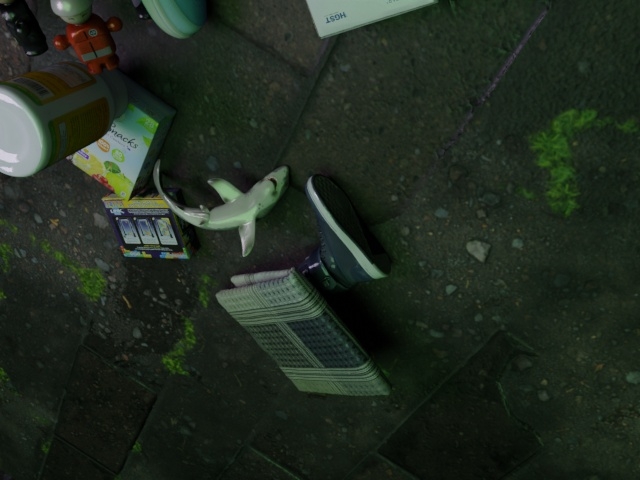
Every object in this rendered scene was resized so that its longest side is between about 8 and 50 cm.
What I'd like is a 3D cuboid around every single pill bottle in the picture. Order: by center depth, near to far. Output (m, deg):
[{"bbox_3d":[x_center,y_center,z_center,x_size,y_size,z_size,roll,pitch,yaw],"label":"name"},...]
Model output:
[{"bbox_3d":[-0.415,-0.205,1.043,0.136,0.246,0.137,8,119,16],"label":"pill bottle"}]

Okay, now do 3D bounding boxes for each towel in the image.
[{"bbox_3d":[-0.039,0.184,1.303,0.312,0.056,0.324,50,148,-16],"label":"towel"}]

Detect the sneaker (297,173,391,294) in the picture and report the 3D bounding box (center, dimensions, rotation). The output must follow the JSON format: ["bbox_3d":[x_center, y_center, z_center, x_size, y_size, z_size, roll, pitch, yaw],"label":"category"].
[{"bbox_3d":[0.000,0.002,1.183,0.163,0.086,0.226,-23,111,32],"label":"sneaker"}]

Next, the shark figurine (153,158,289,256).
[{"bbox_3d":[-0.189,-0.058,1.227,0.278,0.116,0.166,4,90,13],"label":"shark figurine"}]

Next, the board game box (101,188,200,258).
[{"bbox_3d":[-0.345,-0.034,1.343,0.170,0.048,0.141,2,121,24],"label":"board game box"}]

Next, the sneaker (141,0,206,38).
[{"bbox_3d":[-0.165,-0.443,0.927,0.208,0.127,0.319,8,126,22],"label":"sneaker"}]

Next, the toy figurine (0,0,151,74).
[{"bbox_3d":[-0.372,-0.380,1.001,0.213,0.210,0.148,20,152,19],"label":"toy figurine"}]

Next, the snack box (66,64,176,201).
[{"bbox_3d":[-0.385,-0.203,1.230,0.174,0.070,0.207,34,128,0],"label":"snack box"}]

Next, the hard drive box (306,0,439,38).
[{"bbox_3d":[0.049,-0.412,0.871,0.181,0.089,0.232,-7,119,29],"label":"hard drive box"}]
